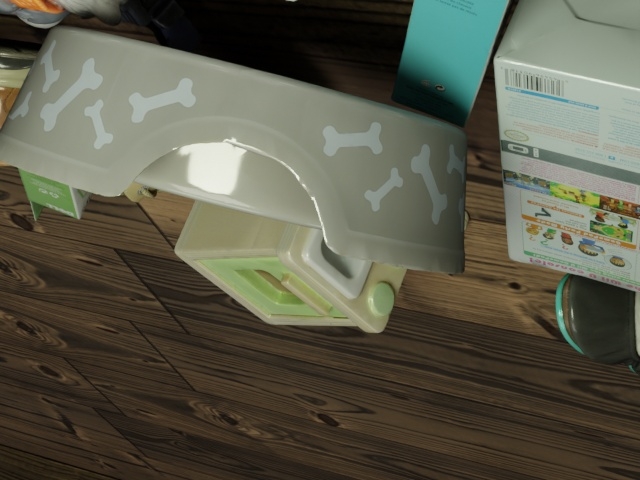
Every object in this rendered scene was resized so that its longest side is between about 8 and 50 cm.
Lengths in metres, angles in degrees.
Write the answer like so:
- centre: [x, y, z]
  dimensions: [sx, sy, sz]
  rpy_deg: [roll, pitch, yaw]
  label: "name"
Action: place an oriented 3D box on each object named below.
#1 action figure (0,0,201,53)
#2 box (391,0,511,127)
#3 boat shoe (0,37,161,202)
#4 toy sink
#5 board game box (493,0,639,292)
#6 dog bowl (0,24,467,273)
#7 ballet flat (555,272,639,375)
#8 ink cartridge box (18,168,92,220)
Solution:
- centre: [-0.247, -0.211, 1.110]
  dimensions: [0.330, 0.178, 0.341]
  rpy_deg: [16, 157, 39]
  label: "action figure"
- centre: [0.102, -0.178, 0.944]
  dimensions: [0.060, 0.100, 0.244]
  rpy_deg: [21, 157, 5]
  label: "box"
- centre: [-0.163, -0.097, 1.227]
  dimensions: [0.324, 0.120, 0.122]
  rpy_deg: [6, -170, -17]
  label: "boat shoe"
- centre: [0.000, 0.000, 1.393]
  dimensions: [0.234, 0.131, 0.153]
  rpy_deg: [-2, 148, 44]
  label: "toy sink"
- centre: [0.255, -0.061, 1.070]
  dimensions: [0.224, 0.097, 0.303]
  rpy_deg: [16, 155, 17]
  label: "board game box"
- centre: [-0.054, -0.068, 1.030]
  dimensions: [0.348, 0.102, 0.349]
  rpy_deg: [14, -175, -1]
  label: "dog bowl"
- centre: [0.299, 0.070, 1.298]
  dimensions: [0.096, 0.095, 0.280]
  rpy_deg: [-3, 168, 27]
  label: "ballet flat"
- centre: [-0.251, -0.094, 1.445]
  dimensions: [0.062, 0.109, 0.209]
  rpy_deg: [21, 157, 6]
  label: "ink cartridge box"
